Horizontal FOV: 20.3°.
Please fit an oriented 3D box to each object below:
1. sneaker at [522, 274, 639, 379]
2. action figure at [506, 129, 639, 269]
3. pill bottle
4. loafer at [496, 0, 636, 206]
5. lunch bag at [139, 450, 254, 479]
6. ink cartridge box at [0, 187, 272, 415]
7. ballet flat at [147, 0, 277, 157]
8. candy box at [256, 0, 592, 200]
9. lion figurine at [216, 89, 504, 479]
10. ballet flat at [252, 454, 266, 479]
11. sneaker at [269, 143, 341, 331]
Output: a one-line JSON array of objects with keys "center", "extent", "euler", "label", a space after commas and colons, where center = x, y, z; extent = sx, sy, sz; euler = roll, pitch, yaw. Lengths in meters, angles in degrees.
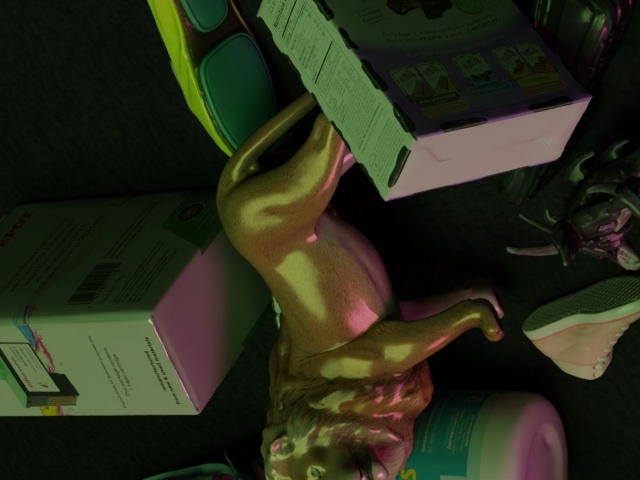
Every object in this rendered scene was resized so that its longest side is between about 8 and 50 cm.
[{"center": [0.243, 0.076, 1.521], "extent": [0.134, 0.051, 0.070], "euler": [-22, 114, 42], "label": "sneaker"}, {"center": [0.276, -0.035, 1.342], "extent": [0.275, 0.164, 0.141], "euler": [-35, 100, 36], "label": "action figure"}, {"center": [0.084, 0.207, 1.644], "extent": [0.264, 0.146, 0.146], "euler": [0, 125, 29], "label": "pill bottle"}, {"center": [0.175, -0.122, 1.386], "extent": [0.078, 0.076, 0.223], "euler": [33, 135, 18], "label": "loafer"}, {"center": [-0.089, 0.344, 1.841], "extent": [0.223, 0.160, 0.262], "euler": [50, 138, -14], "label": "lunch bag"}, {"center": [-0.201, 0.057, 1.638], "extent": [0.278, 0.201, 0.117], "euler": [-4, 123, 31], "label": "ink cartridge box"}, {"center": [-0.102, -0.172, 1.502], "extent": [0.077, 0.077, 0.231], "euler": [11, 130, 49], "label": "ballet flat"}, {"center": [0.073, -0.135, 1.308], "extent": [0.196, 0.164, 0.070], "euler": [56, 143, 29], "label": "candy box"}, {"center": [0.006, 0.031, 1.496], "extent": [0.240, 0.142, 0.392], "euler": [-22, 105, 10], "label": "lion figurine"}, {"center": [0.001, 0.269, 1.794], "extent": [0.168, 0.057, 0.052], "euler": [21, 97, 11], "label": "ballet flat"}, {"center": [0.000, 0.000, 1.580], "extent": [0.094, 0.081, 0.208], "euler": [2, 132, 17], "label": "sneaker"}]
